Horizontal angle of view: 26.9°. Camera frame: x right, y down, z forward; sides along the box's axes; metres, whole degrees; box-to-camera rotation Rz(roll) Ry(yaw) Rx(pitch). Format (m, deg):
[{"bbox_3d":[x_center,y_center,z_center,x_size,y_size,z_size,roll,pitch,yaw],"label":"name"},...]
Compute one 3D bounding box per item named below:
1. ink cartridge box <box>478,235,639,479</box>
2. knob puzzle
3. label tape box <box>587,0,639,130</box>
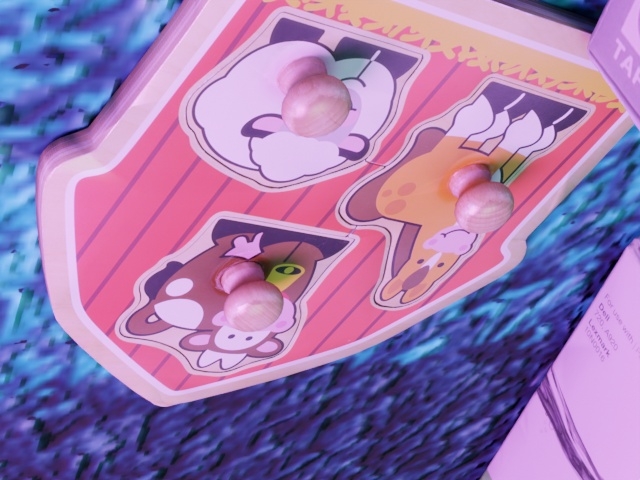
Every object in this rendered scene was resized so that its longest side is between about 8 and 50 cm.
[{"bbox_3d":[0.177,0.090,0.593,0.160,0.093,0.219,-8,144,-23],"label":"ink cartridge box"},{"bbox_3d":[0.000,0.000,0.421,0.213,0.030,0.213,-16,146,-12],"label":"knob puzzle"},{"bbox_3d":[0.243,-0.146,0.291,0.249,0.115,0.348,-10,145,-24],"label":"label tape box"}]
